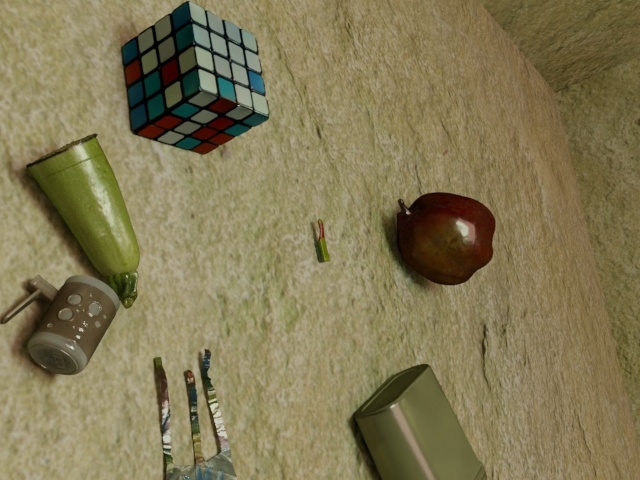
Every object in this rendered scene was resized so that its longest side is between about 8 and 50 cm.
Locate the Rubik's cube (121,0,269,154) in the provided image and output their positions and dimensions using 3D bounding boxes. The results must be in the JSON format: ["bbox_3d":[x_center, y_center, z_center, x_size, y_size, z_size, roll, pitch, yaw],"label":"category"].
[{"bbox_3d":[-0.191,-0.243,1.112,0.155,0.151,0.154,10,63,-52],"label":"Rubik's cube"}]

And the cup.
[{"bbox_3d":[-0.296,0.091,0.838,0.102,0.074,0.099,48,38,-28],"label":"cup"}]

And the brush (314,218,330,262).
[{"bbox_3d":[0.000,0.000,1.368,0.019,0.021,0.083,3,75,-53],"label":"brush"}]

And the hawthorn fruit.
[{"bbox_3d":[0.260,-0.020,1.609,0.248,0.208,0.208,26,49,-21],"label":"hawthorn fruit"}]

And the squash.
[{"bbox_3d":[-0.283,-0.018,0.920,0.094,0.094,0.224,-38,109,-56],"label":"squash"}]

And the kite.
[{"bbox_3d":[-0.166,0.303,0.963,0.169,0.015,0.309,-1,74,-55],"label":"kite"}]

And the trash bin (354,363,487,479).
[{"bbox_3d":[0.184,0.383,1.337,0.243,0.121,0.247,-28,92,-57],"label":"trash bin"}]
